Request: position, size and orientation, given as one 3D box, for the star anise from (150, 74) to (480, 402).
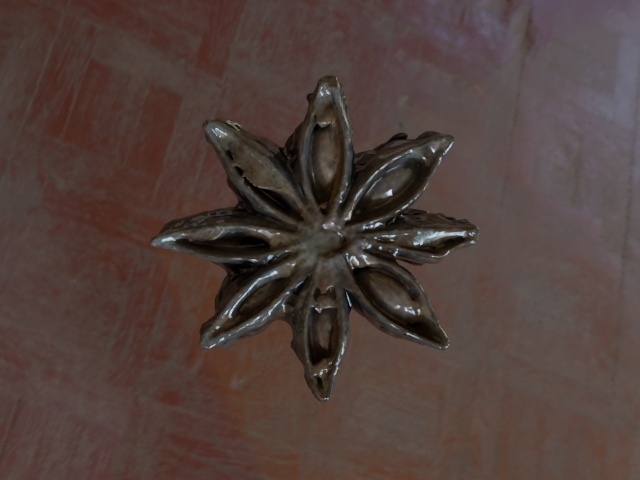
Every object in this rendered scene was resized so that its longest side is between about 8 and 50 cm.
[{"bbox_3d":[0.001,0.001,0.857,0.236,0.109,0.223,25,86,-3],"label":"star anise"}]
